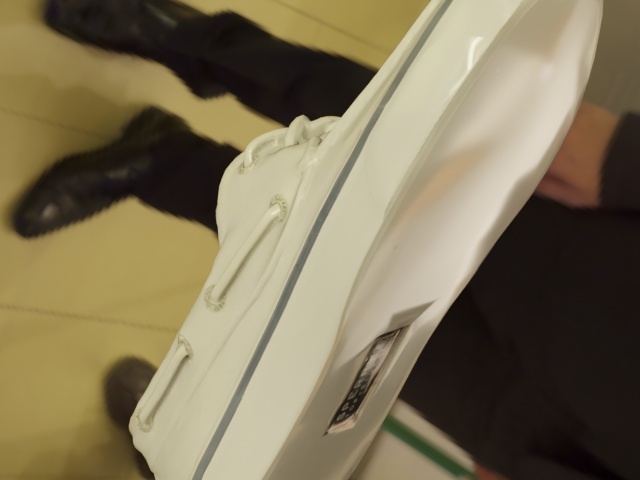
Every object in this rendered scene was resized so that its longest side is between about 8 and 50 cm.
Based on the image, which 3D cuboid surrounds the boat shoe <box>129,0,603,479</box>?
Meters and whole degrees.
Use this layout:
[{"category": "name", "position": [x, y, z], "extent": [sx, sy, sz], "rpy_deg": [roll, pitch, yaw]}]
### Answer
[{"category": "boat shoe", "position": [0.000, 0.000, 0.530], "extent": [0.095, 0.084, 0.258], "rpy_deg": [-6, 133, -54]}]
